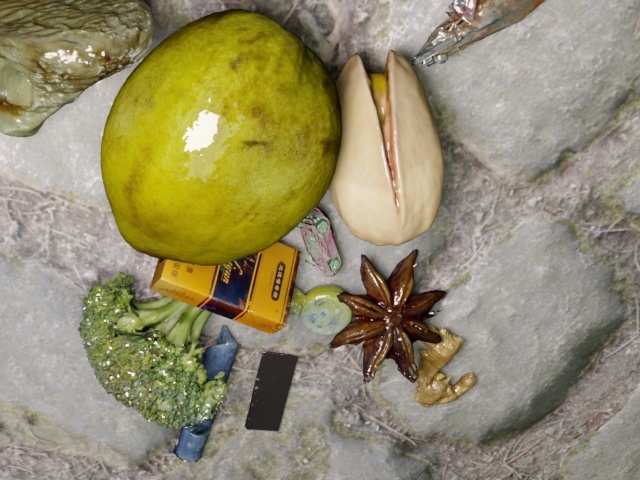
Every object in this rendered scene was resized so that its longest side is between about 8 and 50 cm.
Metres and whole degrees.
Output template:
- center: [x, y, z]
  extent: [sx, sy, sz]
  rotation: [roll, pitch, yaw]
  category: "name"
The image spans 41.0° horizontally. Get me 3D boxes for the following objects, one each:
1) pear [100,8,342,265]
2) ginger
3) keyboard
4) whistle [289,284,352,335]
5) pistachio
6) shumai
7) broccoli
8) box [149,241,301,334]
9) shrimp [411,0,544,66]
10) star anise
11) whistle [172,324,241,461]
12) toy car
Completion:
- center: [-0.149, -0.150, 1.288]
  extent: [0.352, 0.352, 0.413]
  rotation: [27, 114, -22]
  category: "pear"
- center: [0.241, 0.266, 1.738]
  extent: [0.193, 0.052, 0.176]
  rotation: [31, 105, -24]
  category: "ginger"
- center: [-0.101, 0.306, 1.728]
  extent: [0.074, 0.015, 0.196]
  rotation: [5, 118, -16]
  category: "keyboard"
- center: [-0.034, 0.119, 1.617]
  extent: [0.198, 0.057, 0.104]
  rotation: [15, 121, -8]
  category: "whistle"
- center: [0.101, -0.148, 1.396]
  extent: [0.193, 0.214, 0.318]
  rotation: [-10, 108, -2]
  category: "pistachio"
- center: [-0.371, -0.259, 1.271]
  extent: [0.272, 0.222, 0.203]
  rotation: [9, 132, 13]
  category: "shumai"
- center: [-0.298, 0.188, 1.504]
  extent: [0.235, 0.260, 0.288]
  rotation: [-16, 119, 16]
  category: "broccoli"
- center: [-0.161, 0.052, 1.496]
  extent: [0.237, 0.152, 0.070]
  rotation: [22, 149, -18]
  category: "box"
- center: [0.259, -0.400, 1.366]
  extent: [0.317, 0.062, 0.164]
  rotation: [-38, 114, 8]
  category: "shrimp"
- center: [0.119, 0.141, 1.618]
  extent: [0.272, 0.102, 0.272]
  rotation: [-1, 92, -26]
  category: "star anise"
- center: [-0.224, 0.304, 1.681]
  extent: [0.062, 0.062, 0.304]
  rotation: [13, 117, -16]
  category: "whistle"
- center: [0.000, 0.000, 1.547]
  extent: [0.055, 0.069, 0.142]
  rotation: [-39, 127, -32]
  category: "toy car"
